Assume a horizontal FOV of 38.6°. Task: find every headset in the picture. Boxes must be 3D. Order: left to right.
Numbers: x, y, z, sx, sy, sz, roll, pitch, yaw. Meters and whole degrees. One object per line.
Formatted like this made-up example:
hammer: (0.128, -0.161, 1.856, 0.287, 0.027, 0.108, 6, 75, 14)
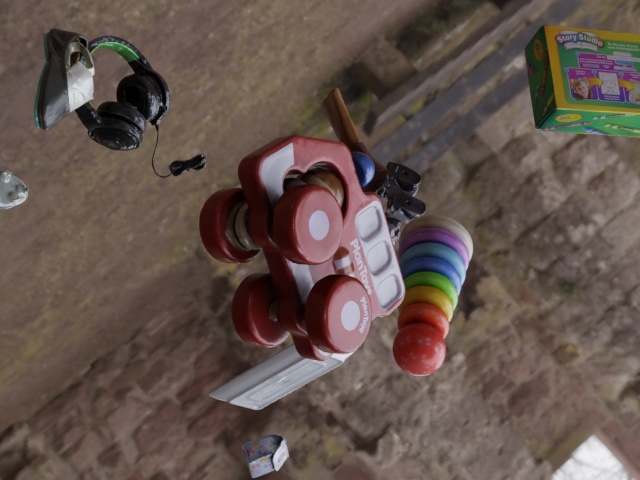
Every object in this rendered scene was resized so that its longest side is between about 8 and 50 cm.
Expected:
headset: (-0.439, -0.315, 2.220, 0.185, 0.394, 0.243, -7, -141, 37)

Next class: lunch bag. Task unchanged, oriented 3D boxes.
lunch bag: (-0.102, 0.412, 1.754, 0.083, 0.053, 0.071, -19, 142, -13)

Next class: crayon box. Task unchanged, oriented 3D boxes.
crayon box: (0.505, -0.272, 1.584, 0.278, 0.165, 0.081, 2, 158, -12)

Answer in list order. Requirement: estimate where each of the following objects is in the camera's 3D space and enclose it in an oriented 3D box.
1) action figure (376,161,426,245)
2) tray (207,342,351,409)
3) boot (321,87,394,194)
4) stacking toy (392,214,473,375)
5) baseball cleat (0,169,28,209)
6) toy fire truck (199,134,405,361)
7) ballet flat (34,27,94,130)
action figure: (0.151, -0.051, 1.999, 0.285, 0.099, 0.185, 113, -10, -61)
tray: (-0.068, 0.255, 1.726, 0.270, 0.030, 0.145, -32, 146, 22)
boot: (0.095, -0.234, 2.190, 0.096, 0.281, 0.264, -20, 180, -5)
stacking toy: (0.184, 0.104, 1.618, 0.141, 0.141, 0.330, -47, -165, 40)
baseball cleat: (-0.582, -0.073, 1.472, 0.109, 0.072, 0.206, -25, 163, 40)
toy fire truck: (0.000, 0.000, 1.219, 0.169, 0.302, 0.254, -1, -155, 41)
ballet flat: (-0.458, -0.300, 1.648, 0.096, 0.280, 0.095, -2, 135, -10)
